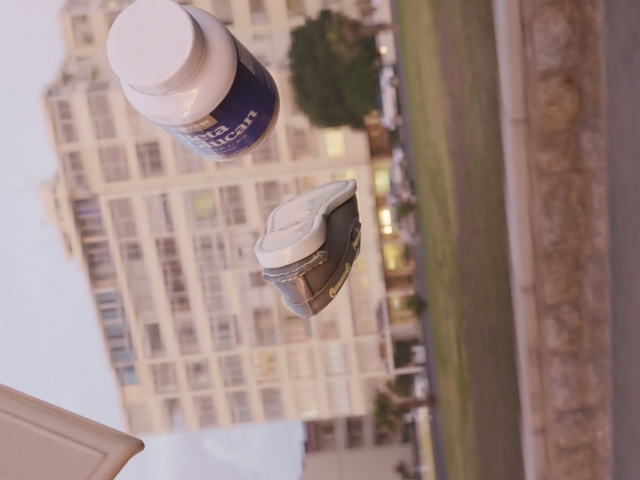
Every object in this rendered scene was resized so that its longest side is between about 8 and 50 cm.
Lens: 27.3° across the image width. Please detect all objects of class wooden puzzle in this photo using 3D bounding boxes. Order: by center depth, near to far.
[{"bbox_3d":[-0.297,0.228,1.127,0.239,0.221,0.044,-48,-42,-34],"label":"wooden puzzle"}]

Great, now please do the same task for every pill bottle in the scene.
[{"bbox_3d":[-0.100,-0.127,1.030,0.169,0.094,0.094,36,-133,-69],"label":"pill bottle"}]

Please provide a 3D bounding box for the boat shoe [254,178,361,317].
[{"bbox_3d":[-0.004,0.001,1.566,0.305,0.109,0.091,-60,-51,-70],"label":"boat shoe"}]
